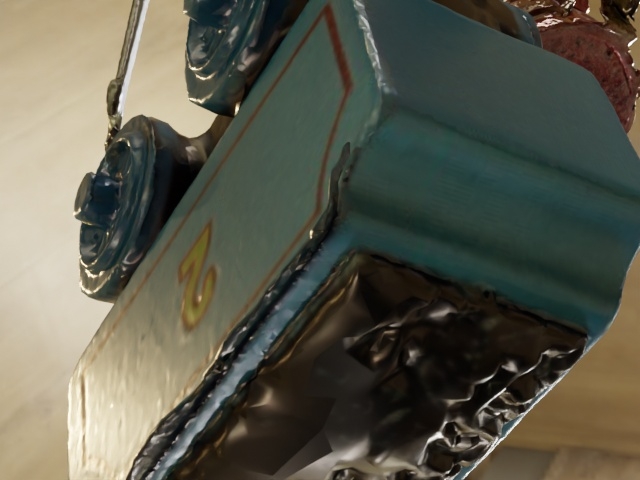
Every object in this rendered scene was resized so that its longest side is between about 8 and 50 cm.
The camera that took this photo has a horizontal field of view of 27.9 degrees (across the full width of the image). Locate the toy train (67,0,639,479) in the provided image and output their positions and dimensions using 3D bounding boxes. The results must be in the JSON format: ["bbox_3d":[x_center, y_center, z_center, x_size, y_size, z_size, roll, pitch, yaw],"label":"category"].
[{"bbox_3d":[0.000,0.000,0.617,0.188,0.300,0.265,19,-143,-25],"label":"toy train"}]

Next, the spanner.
[{"bbox_3d":[-0.167,-0.181,1.150,0.302,0.017,0.071,-89,6,-48],"label":"spanner"}]

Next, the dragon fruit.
[{"bbox_3d":[0.184,-0.140,1.176,0.211,0.147,0.282,27,-75,-34],"label":"dragon fruit"}]
